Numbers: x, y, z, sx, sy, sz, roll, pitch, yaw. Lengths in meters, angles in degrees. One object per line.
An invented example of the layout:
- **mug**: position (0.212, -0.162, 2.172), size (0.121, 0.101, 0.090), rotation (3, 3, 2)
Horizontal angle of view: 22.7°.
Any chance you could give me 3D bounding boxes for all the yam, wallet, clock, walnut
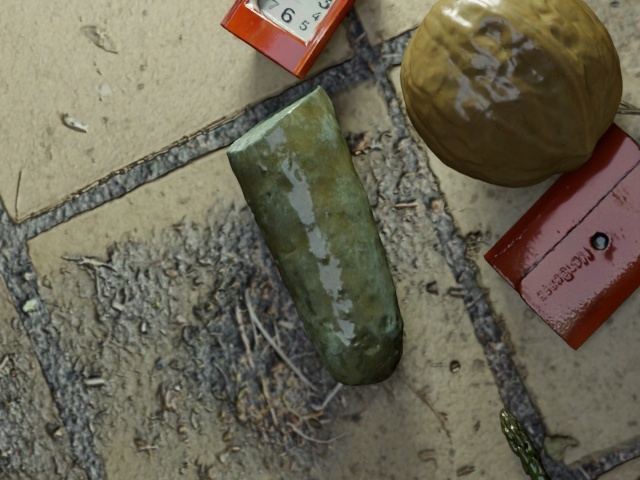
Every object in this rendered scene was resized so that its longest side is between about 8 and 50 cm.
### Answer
- **yam**: position (0.000, 0.000, 1.722), size (0.133, 0.133, 0.330), rotation (-21, 86, 17)
- **wallet**: position (0.286, -0.005, 1.666), size (0.142, 0.045, 0.204), rotation (46, 103, 13)
- **clock**: position (-0.020, -0.269, 1.766), size (0.113, 0.061, 0.155), rotation (36, 96, 15)
- **walnut**: position (0.194, -0.161, 1.617), size (0.228, 0.228, 0.228), rotation (0, 89, 18)

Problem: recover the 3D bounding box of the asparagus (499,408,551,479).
- **asparagus**: position (0.254, 0.278, 1.679), size (0.027, 0.034, 0.236), rotation (-39, 78, 27)
